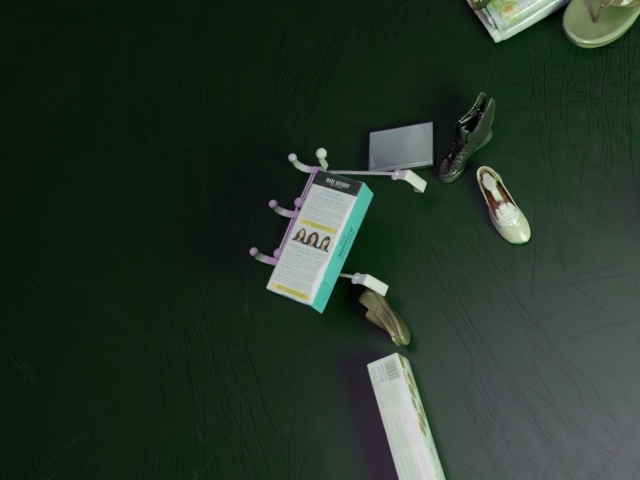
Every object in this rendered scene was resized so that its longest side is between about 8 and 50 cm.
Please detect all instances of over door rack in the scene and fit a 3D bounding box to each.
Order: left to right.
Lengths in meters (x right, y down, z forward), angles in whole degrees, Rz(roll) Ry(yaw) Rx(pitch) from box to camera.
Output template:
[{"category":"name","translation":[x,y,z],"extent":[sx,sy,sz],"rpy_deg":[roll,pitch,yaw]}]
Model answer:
[{"category":"over door rack","translation":[0.017,-0.049,1.635],"extent":[0.324,0.108,0.239],"rpy_deg":[13,75,40]}]

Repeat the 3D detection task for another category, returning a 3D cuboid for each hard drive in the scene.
[{"category":"hard drive","translation":[0.164,-0.183,1.694],"extent":[0.135,0.022,0.094],"rpy_deg":[-7,66,24]}]

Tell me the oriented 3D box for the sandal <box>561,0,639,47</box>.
[{"category":"sandal","translation":[0.579,-0.479,1.569],"extent":[0.303,0.086,0.120],"rpy_deg":[-37,65,6]}]

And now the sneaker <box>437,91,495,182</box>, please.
[{"category":"sneaker","translation":[0.273,-0.193,1.603],"extent":[0.170,0.089,0.051],"rpy_deg":[-47,56,1]}]

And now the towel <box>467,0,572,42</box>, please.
[{"category":"towel","translation":[0.442,-0.607,1.703],"extent":[0.374,0.090,0.320],"rpy_deg":[-30,62,12]}]

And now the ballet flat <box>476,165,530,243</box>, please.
[{"category":"ballet flat","translation":[0.328,-0.066,1.543],"extent":[0.057,0.052,0.168],"rpy_deg":[-32,59,11]}]

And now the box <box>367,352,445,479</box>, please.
[{"category":"box","translation":[0.158,0.353,1.441],"extent":[0.067,0.063,0.324],"rpy_deg":[-26,60,16]}]

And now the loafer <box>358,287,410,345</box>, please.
[{"category":"loafer","translation":[0.117,0.144,1.560],"extent":[0.050,0.056,0.148],"rpy_deg":[-39,46,10]}]

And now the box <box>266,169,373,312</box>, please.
[{"category":"box","translation":[0.000,0.000,1.539],"extent":[0.101,0.060,0.244],"rpy_deg":[19,79,27]}]

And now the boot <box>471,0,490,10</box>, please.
[{"category":"boot","translation":[0.370,-0.530,1.608],"extent":[0.106,0.082,0.219],"rpy_deg":[20,78,32]}]
